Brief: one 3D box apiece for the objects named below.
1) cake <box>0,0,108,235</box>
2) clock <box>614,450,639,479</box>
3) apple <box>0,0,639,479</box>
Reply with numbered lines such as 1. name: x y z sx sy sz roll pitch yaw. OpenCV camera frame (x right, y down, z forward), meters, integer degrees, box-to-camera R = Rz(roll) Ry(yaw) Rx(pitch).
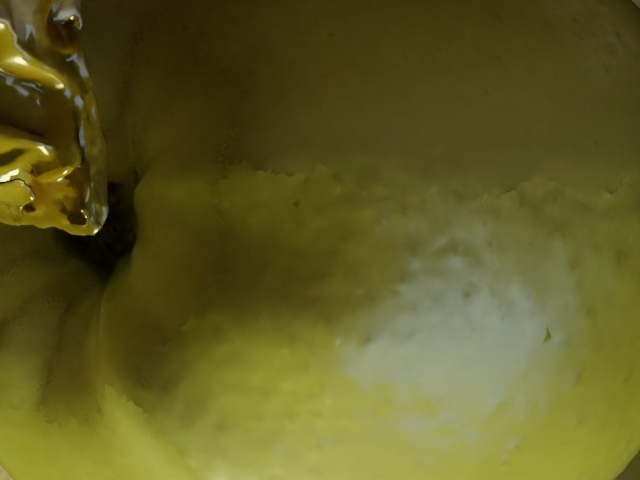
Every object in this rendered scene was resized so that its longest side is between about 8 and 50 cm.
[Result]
1. cake: -0.080 -0.078 0.302 0.080 0.116 0.185 -19 143 -50
2. clock: 0.094 0.143 0.837 0.286 0.117 0.348 -49 159 -44
3. apple: 0.000 0.000 0.455 0.200 0.200 0.200 -41 153 -27
